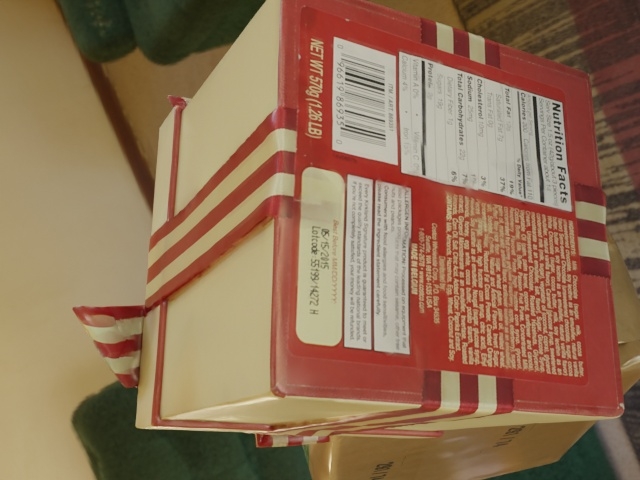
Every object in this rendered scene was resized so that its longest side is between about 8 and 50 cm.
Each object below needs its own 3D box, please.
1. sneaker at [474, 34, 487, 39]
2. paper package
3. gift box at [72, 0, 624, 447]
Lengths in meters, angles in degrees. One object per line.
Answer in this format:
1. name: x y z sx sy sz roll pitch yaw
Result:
1. sneaker: 0.162 -0.194 0.898 0.058 0.135 0.052 32 154 41
2. paper package: 0.125 0.139 0.789 0.325 0.309 0.168 89 168 -60
3. gift box: 0.000 0.000 0.503 0.258 0.276 0.255 -31 49 59
